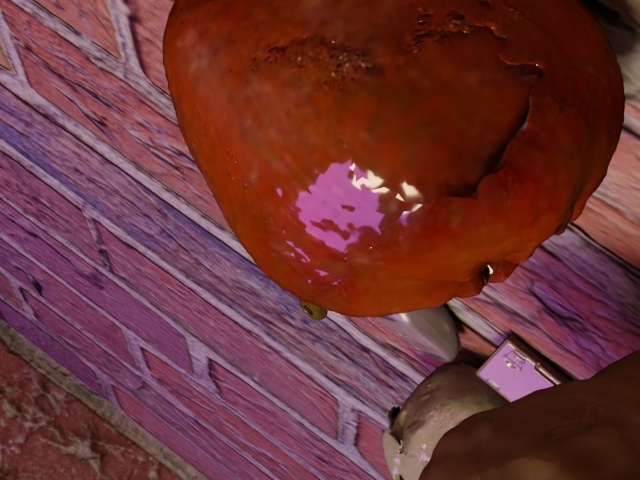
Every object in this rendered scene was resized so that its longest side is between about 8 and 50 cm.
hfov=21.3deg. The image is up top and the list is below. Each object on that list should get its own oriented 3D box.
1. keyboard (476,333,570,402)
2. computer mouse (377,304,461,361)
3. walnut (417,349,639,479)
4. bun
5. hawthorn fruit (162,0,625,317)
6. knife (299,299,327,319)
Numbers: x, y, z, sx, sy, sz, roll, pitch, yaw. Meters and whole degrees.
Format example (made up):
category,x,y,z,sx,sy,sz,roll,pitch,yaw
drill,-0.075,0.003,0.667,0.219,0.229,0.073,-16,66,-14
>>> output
category,x,y,z,sx,sy,sz,roll,pitch,yaw
keyboard,0.205,0.141,1.375,0.166,0.017,0.055,39,131,3
computer mouse,0.082,0.063,1.435,0.096,0.039,0.066,39,167,-29
walnut,0.236,0.233,1.052,0.381,0.381,0.381,36,164,12
bun,0.157,0.215,1.491,0.239,0.141,0.239,37,167,10
hawthorn fruit,0.010,-0.091,0.887,0.299,0.211,0.211,43,166,17
knife,0.001,0.001,1.465,0.061,0.027,0.343,37,161,17
